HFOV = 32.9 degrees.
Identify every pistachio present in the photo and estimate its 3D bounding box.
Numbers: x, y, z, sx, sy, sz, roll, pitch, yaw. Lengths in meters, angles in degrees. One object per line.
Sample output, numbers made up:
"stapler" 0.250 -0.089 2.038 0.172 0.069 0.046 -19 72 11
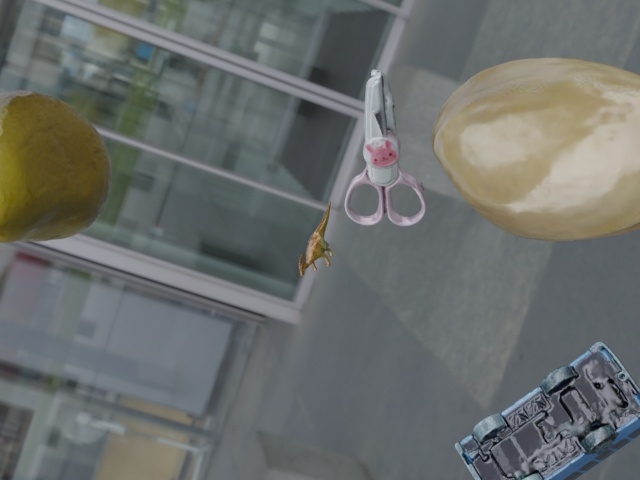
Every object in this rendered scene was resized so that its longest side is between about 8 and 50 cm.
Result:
"pistachio" 0.240 -0.089 1.084 0.293 0.162 0.182 8 89 38

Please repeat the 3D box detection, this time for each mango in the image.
"mango" -0.365 -0.095 1.360 0.331 0.142 0.195 -13 -99 -80

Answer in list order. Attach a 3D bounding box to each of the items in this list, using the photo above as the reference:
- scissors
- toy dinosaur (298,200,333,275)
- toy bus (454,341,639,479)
"scissors" 0.084 -0.125 1.516 0.030 0.118 0.242 -74 -19 -54
"toy dinosaur" 0.001 0.003 1.402 0.026 0.041 0.113 -1 53 45
"toy bus" 0.240 0.190 1.083 0.184 0.106 0.090 -38 60 15
